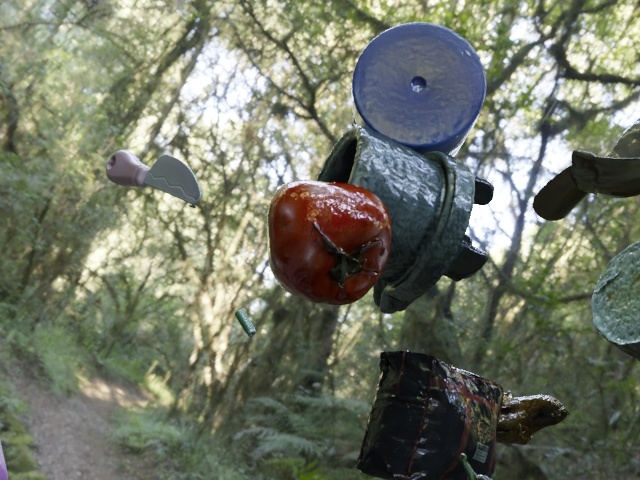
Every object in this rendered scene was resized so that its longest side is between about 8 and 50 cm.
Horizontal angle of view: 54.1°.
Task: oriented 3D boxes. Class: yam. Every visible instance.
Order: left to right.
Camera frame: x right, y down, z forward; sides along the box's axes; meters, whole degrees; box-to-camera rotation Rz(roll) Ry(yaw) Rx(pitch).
[{"bbox_3d":[0.646,0.146,1.141,0.271,0.202,0.201,24,-21,-14],"label":"yam"}]

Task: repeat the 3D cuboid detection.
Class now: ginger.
[{"bbox_3d":[0.319,0.335,1.257,0.310,0.133,0.107,18,-6,5],"label":"ginger"}]

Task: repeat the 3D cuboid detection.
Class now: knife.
[{"bbox_3d":[-0.301,-0.122,1.160,0.336,0.081,0.043,17,-7,43],"label":"knife"}]

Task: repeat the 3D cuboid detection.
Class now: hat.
[{"bbox_3d":[0.409,-0.074,0.888,0.144,0.166,0.173,42,-35,39],"label":"hat"}]

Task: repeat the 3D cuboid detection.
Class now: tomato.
[{"bbox_3d":[0.000,0.000,0.843,0.151,0.187,0.187,41,-8,40],"label":"tomato"}]

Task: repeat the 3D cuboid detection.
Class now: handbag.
[{"bbox_3d":[0.156,0.248,0.855,0.155,0.169,0.215,-8,-27,41],"label":"handbag"}]

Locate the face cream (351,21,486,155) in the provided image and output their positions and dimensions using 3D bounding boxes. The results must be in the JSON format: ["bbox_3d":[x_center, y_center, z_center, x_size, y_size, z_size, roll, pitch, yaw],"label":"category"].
[{"bbox_3d":[0.185,-0.265,1.241,0.249,0.249,0.225,33,-7,10],"label":"face cream"}]

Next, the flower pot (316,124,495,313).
[{"bbox_3d":[0.132,-0.024,1.093,0.283,0.299,0.299,19,-10,-16],"label":"flower pot"}]

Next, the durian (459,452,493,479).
[{"bbox_3d":[0.113,0.212,0.259,0.221,0.137,0.096,39,27,31],"label":"durian"}]

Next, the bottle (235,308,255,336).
[{"bbox_3d":[-0.217,0.239,1.808,0.083,0.030,0.030,54,-5,29],"label":"bottle"}]

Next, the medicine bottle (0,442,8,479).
[{"bbox_3d":[-0.460,0.257,0.710,0.290,0.178,0.178,48,-3,43],"label":"medicine bottle"}]
